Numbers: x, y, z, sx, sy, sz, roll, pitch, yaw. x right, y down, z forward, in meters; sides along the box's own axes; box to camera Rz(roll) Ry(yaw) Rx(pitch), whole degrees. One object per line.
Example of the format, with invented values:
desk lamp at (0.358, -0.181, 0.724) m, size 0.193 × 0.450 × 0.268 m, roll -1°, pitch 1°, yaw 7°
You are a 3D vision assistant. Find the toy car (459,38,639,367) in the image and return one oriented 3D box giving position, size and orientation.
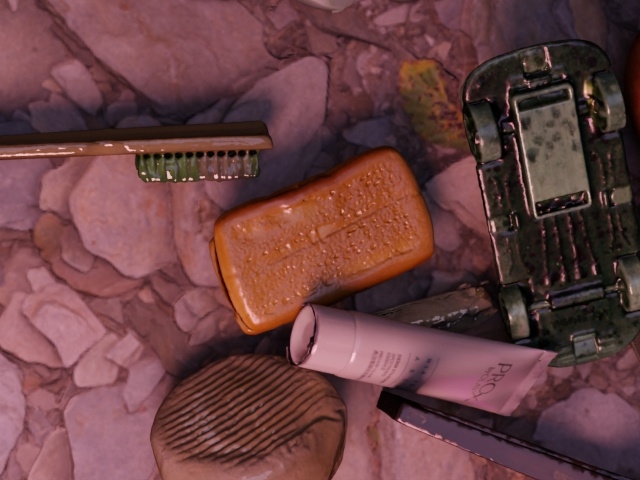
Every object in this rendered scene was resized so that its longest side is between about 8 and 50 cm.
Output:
toy car at (0.210, -0.039, 1.549) m, size 0.136 × 0.125 × 0.306 m, roll -14°, pitch 112°, yaw -2°

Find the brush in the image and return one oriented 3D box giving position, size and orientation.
brush at (-0.184, -0.077, 1.518) m, size 0.282 × 0.054 × 0.048 m, roll -2°, pitch 107°, yaw -10°

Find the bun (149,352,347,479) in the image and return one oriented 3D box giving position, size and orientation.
bun at (-0.058, 0.187, 1.493) m, size 0.173 × 0.166 × 0.113 m, roll -10°, pitch 131°, yaw -3°

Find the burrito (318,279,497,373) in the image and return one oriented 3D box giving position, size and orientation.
burrito at (0.074, 0.082, 1.563) m, size 0.185 × 0.041 × 0.045 m, roll -15°, pitch 49°, yaw -10°

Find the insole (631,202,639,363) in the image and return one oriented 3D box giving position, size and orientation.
insole at (0.294, 0.030, 1.586) m, size 0.003 × 0.080 × 0.232 m, roll -16°, pitch 87°, yaw -31°

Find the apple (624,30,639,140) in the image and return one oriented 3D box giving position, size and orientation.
apple at (0.387, -0.137, 1.564) m, size 0.209 × 0.164 × 0.209 m, roll 0°, pitch 88°, yaw -8°

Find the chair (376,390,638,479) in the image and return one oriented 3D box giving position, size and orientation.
chair at (0.222, 0.311, 1.488) m, size 0.416 × 0.203 × 0.240 m, roll 18°, pitch 88°, yaw -2°

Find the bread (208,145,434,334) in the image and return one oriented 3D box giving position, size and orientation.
bread at (0.000, 0.000, 1.533) m, size 0.200 × 0.077 × 0.116 m, roll -23°, pitch 90°, yaw -12°

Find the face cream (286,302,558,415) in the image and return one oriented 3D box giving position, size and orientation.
face cream at (0.088, 0.107, 1.519) m, size 0.244 × 0.092 × 0.058 m, roll 13°, pitch 42°, yaw -24°

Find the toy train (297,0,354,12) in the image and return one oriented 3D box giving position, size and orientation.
toy train at (-0.119, -0.351, 1.523) m, size 0.407 × 0.088 × 0.086 m, roll 37°, pitch 81°, yaw -7°
